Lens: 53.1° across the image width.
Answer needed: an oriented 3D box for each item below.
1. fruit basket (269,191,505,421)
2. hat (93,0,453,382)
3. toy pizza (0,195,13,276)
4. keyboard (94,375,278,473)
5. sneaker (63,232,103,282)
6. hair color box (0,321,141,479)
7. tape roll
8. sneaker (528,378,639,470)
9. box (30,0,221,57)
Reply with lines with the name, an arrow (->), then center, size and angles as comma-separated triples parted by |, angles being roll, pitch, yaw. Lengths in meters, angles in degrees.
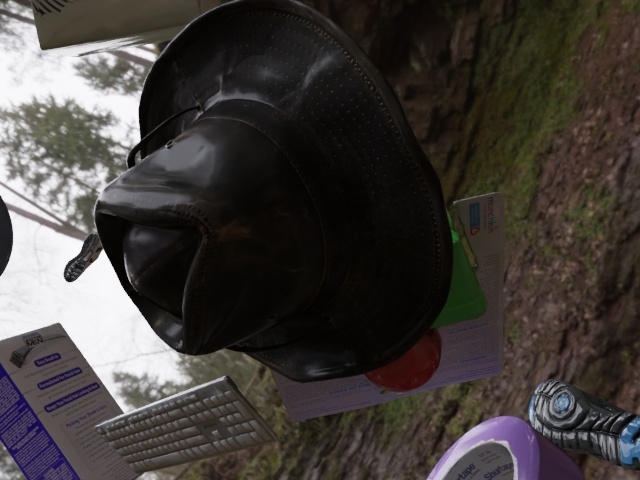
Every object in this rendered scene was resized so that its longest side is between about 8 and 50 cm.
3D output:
fruit basket -> 0.081, 0.101, 0.844 | 0.327, 0.165, 0.353 | -14, -42, 1
hat -> -0.079, -0.007, 0.468 | 0.134, 0.331, 0.331 | -27, -47, -43
toy pizza -> -0.486, -0.016, 0.805 | 0.201, 0.032, 0.201 | 30, -127, -49
keyboard -> -0.139, 0.184, 0.615 | 0.072, 0.256, 0.014 | 56, -137, -7
sneaker -> -0.461, 0.040, 1.261 | 0.109, 0.040, 0.044 | -54, -20, -10
hair color box -> -0.473, 0.326, 1.167 | 0.110, 0.339, 0.185 | -39, -7, 16
tape roll -> 0.242, 0.391, 0.911 | 0.275, 0.090, 0.275 | -50, 7, 9
sneaker -> 0.540, 0.369, 1.229 | 0.140, 0.341, 0.125 | 25, -93, -21
box -> -0.301, -0.360, 1.008 | 0.113, 0.275, 0.094 | -48, -50, -77
